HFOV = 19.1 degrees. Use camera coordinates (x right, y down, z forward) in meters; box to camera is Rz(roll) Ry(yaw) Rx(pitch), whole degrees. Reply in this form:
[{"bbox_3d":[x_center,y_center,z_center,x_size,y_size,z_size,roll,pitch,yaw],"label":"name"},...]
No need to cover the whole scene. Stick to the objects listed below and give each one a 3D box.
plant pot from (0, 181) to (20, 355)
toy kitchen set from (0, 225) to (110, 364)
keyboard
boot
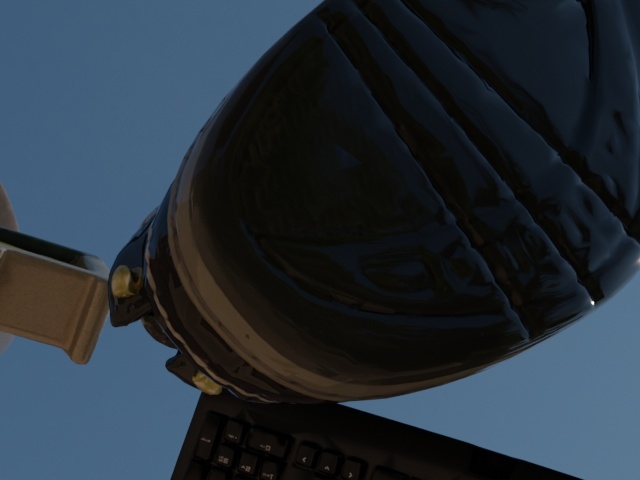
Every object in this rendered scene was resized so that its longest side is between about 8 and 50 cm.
[{"bbox_3d":[-0.296,0.029,1.062,0.263,0.229,0.263,16,-68,43],"label":"plant pot"},{"bbox_3d":[-0.154,-0.072,0.863,0.166,0.122,0.207,18,-82,-24],"label":"toy kitchen set"},{"bbox_3d":[0.032,0.107,0.537,0.192,0.100,0.038,15,-4,25],"label":"keyboard"},{"bbox_3d":[0.002,0.001,0.475,0.178,0.236,0.085,-36,-88,39],"label":"boot"}]
